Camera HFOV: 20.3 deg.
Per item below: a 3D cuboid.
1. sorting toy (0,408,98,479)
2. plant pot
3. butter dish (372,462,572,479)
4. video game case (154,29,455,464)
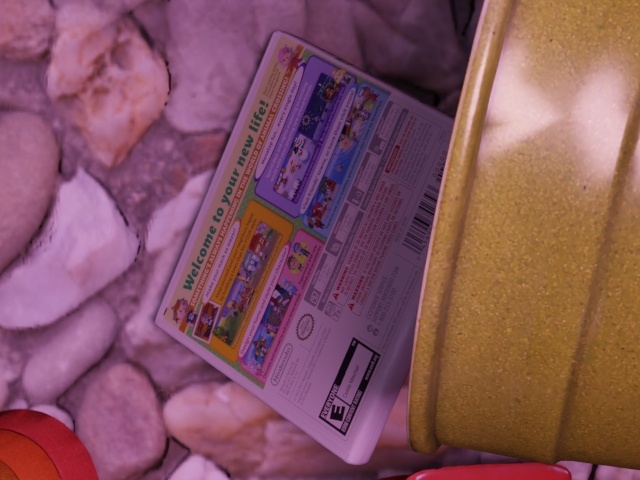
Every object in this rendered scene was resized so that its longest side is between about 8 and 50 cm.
[{"bbox_3d":[-0.120,0.224,1.137,0.366,0.126,0.127,23,100,20],"label":"sorting toy"},{"bbox_3d":[0.260,-0.031,0.880,0.353,0.366,0.366,13,97,10],"label":"plant pot"},{"bbox_3d":[0.057,0.199,1.070,0.118,0.160,0.160,17,99,44],"label":"butter dish"},{"bbox_3d":[0.000,0.000,1.104,0.193,0.023,0.212,32,104,38],"label":"video game case"}]
